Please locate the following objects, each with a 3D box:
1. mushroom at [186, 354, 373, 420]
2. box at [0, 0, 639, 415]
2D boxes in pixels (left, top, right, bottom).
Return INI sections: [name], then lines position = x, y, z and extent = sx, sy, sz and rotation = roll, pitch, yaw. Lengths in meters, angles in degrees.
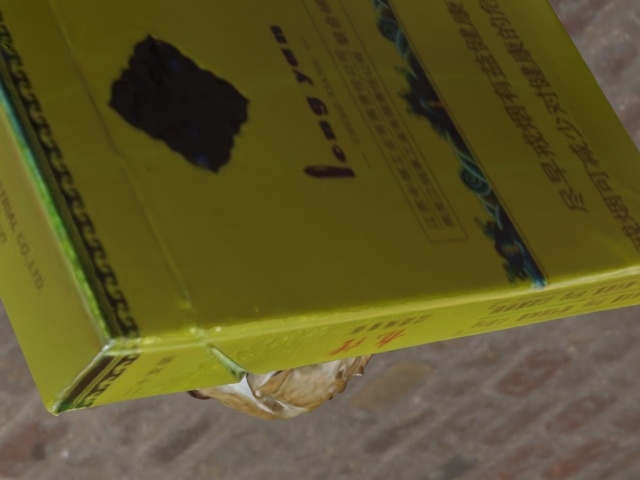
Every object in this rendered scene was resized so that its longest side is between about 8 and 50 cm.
[mushroom]
position = 0.000, 0.000, 0.953
extent = 0.345, 0.260, 0.345
rotation = 5, 172, 1
[box]
position = 0.007, -0.037, 0.451
extent = 0.279, 0.153, 0.041
rotation = -6, 152, -43
